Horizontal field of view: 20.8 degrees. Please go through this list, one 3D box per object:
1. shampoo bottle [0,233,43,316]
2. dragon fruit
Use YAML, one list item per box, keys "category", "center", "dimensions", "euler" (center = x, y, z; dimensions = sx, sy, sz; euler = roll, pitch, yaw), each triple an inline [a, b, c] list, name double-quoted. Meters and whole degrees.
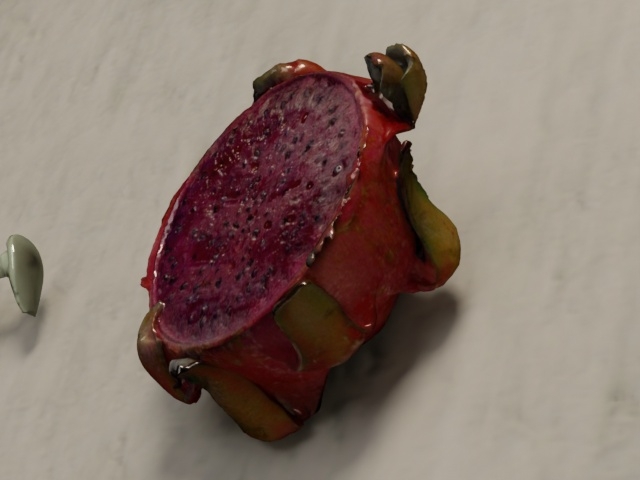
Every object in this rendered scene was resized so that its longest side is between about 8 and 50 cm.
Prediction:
- category: "shampoo bottle"
  center: [-0.175, 0.028, 0.699]
  dimensions: [0.152, 0.045, 0.077]
  euler: [-22, 40, 24]
- category: "dragon fruit"
  center: [-0.004, 0.003, 0.572]
  dimensions: [0.112, 0.068, 0.126]
  euler: [14, 75, 57]
